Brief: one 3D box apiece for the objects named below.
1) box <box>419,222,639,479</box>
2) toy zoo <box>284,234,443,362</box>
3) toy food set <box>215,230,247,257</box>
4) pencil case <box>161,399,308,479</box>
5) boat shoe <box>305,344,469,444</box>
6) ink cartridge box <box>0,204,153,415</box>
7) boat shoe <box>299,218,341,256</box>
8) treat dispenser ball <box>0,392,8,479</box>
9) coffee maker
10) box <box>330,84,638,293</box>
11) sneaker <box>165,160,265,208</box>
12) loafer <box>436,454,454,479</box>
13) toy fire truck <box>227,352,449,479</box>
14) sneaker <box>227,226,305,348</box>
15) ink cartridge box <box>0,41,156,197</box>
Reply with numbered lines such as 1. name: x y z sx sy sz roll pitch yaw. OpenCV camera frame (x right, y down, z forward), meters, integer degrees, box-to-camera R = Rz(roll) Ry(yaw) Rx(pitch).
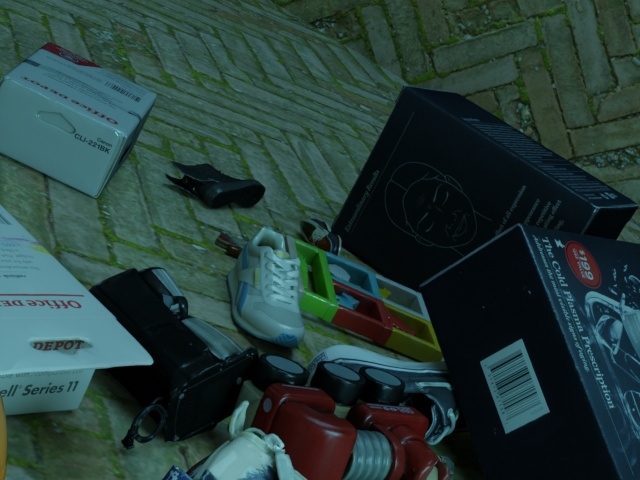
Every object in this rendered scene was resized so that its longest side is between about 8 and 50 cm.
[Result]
1. box: 0.332 0.177 1.555 0.312 0.179 0.343 7 57 -46
2. toy zoo: 0.079 0.097 1.858 0.293 0.030 0.192 24 20 -15
3. toy food set: -0.108 0.018 1.850 0.122 0.019 0.078 32 19 15
4. pencil case: 0.043 0.315 1.008 0.410 0.184 0.160 31 18 11
5. boat shoe: 0.124 0.206 1.531 0.301 0.108 0.102 17 26 -32
6. ink cartridge box: -0.352 0.069 1.224 0.353 0.119 0.207 38 21 34
7. boat shoe: 0.000 0.000 2.001 0.043 0.049 0.137 16 19 -21
8. treat dispenser ball: -0.348 0.134 0.791 0.288 0.288 0.288 24 19 -9
9. coffee maker: -0.181 0.119 1.326 0.178 0.120 0.171 38 22 31
10. box: 0.267 -0.035 2.071 0.395 0.294 0.212 36 20 24
11. sneaker: -0.169 -0.095 2.019 0.089 0.051 0.170 41 26 24
12. loafer: 0.131 0.272 1.462 0.045 0.039 0.125 35 20 24
13. toy fire truck: 0.040 0.246 1.288 0.217 0.159 0.246 13 13 -38
14. sneaker: -0.068 0.064 1.669 0.087 0.092 0.229 19 21 -26
15. ink cartridge box: -0.379 -0.189 1.886 0.197 0.114 0.273 26 18 -6
